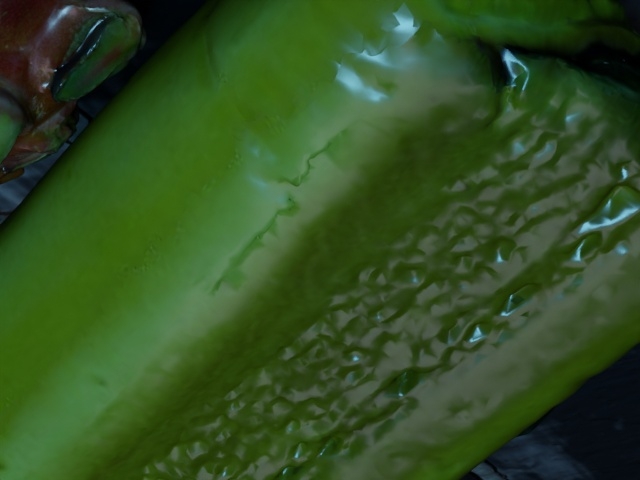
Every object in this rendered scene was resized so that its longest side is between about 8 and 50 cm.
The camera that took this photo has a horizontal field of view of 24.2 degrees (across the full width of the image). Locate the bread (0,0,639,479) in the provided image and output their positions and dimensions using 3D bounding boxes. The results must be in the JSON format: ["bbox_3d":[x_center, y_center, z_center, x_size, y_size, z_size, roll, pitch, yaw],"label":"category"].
[{"bbox_3d":[0.000,0.000,0.694,0.251,0.208,0.376,30,125,-29],"label":"bread"}]

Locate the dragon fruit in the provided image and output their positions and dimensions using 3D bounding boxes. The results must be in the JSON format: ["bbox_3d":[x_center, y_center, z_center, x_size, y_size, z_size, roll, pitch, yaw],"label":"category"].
[{"bbox_3d":[-0.134,-0.101,0.620,0.236,0.137,0.135,-27,104,30],"label":"dragon fruit"}]
